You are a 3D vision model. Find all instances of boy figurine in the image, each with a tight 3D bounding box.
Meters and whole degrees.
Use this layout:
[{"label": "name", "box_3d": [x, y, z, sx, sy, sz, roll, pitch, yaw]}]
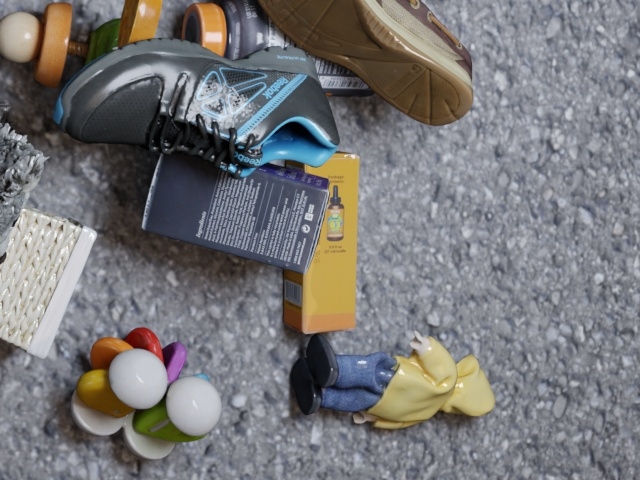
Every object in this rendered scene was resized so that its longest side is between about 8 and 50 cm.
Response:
[{"label": "boy figurine", "box_3d": [0.114, 0.185, 1.998, 0.285, 0.092, 0.177, 4, 133, -26]}]

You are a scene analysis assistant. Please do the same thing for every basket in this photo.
[{"label": "basket", "box_3d": [-0.353, 0.041, 1.780, 0.103, 0.113, 0.167, 23, 89, -22]}]

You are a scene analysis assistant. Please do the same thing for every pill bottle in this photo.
[{"label": "pill bottle", "box_3d": [-0.046, -0.246, 1.855, 0.246, 0.130, 0.130, 0, 98, -23]}]

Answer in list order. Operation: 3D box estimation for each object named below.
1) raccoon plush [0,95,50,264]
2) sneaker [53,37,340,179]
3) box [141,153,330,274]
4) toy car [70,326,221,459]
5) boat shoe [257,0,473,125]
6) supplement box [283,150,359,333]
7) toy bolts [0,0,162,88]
[{"label": "raccoon plush", "box_3d": [-0.485, -0.153, 1.590, 0.446, 0.299, 0.216, 44, 81, -22]}, {"label": "sneaker", "box_3d": [-0.129, -0.143, 1.681, 0.341, 0.125, 0.139, -8, 57, -30]}, {"label": "box", "box_3d": [-0.099, -0.044, 1.814, 0.207, 0.153, 0.108, 15, 97, -2]}, {"label": "toy car", "box_3d": [-0.212, 0.180, 1.860, 0.182, 0.159, 0.136, 29, 50, -24]}, {"label": "boat shoe", "box_3d": [0.052, -0.279, 1.777, 0.342, 0.123, 0.123, 34, 47, -19]}, {"label": "supplement box", "box_3d": [0.000, 0.000, 1.943, 0.078, 0.080, 0.233, -2, 101, -23]}, {"label": "toy bolts", "box_3d": [-0.277, -0.301, 1.724, 0.158, 0.218, 0.228, 12, 75, -18]}]
